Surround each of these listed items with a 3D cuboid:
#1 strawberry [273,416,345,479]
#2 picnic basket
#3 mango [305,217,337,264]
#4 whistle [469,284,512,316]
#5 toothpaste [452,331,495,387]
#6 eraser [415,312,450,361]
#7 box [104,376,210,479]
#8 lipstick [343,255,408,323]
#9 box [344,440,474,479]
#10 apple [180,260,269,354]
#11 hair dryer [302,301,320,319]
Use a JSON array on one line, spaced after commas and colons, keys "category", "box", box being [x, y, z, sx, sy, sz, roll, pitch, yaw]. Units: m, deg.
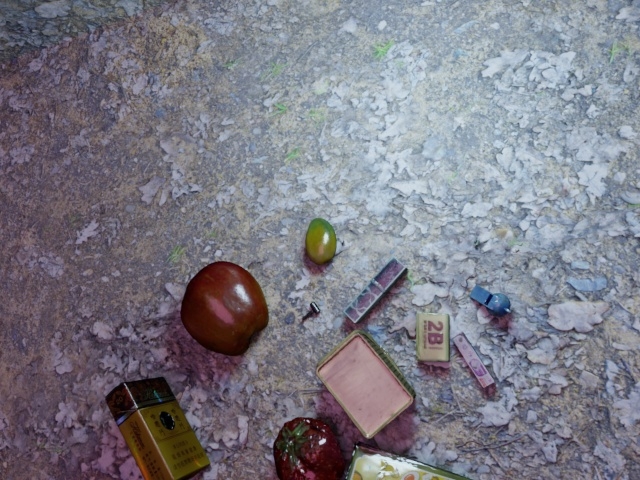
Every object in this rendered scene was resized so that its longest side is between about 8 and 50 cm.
[{"category": "strawberry", "box": [-0.032, 0.767, 1.706, 0.274, 0.220, 0.274, -31, 37, 27]}, {"category": "picnic basket", "box": [0.162, 0.497, 1.724, 0.228, 0.175, 0.313, -42, 74, 5]}, {"category": "mango", "box": [0.000, 0.000, 1.920, 0.130, 0.092, 0.195, -19, 65, 15]}, {"category": "whistle", "box": [0.608, 0.217, 1.697, 0.090, 0.090, 0.158, -54, 31, 1]}, {"category": "toothpaste", "box": [0.533, 0.415, 1.692, 0.047, 0.040, 0.196, -35, 71, 12]}, {"category": "eraser", "box": [0.403, 0.346, 1.736, 0.117, 0.058, 0.172, 0, 79, 18]}, {"category": "box", "box": [-0.626, 0.734, 1.870, 0.115, 0.264, 0.415, -39, 70, 8]}, {"category": "lipstick", "box": [0.206, 0.189, 1.820, 0.077, 0.076, 0.290, 43, 96, 18]}, {"category": "box", "box": [0.257, 0.898, 1.539, 0.419, 0.138, 0.373, 10, 50, 19]}, {"category": "apple", "box": [-0.390, 0.281, 1.967, 0.364, 0.295, 0.329, 38, 129, 21]}, {"category": "hair dryer", "box": [-0.042, 0.284, 1.908, 0.083, 0.026, 0.047, -43, 68, 13]}]
